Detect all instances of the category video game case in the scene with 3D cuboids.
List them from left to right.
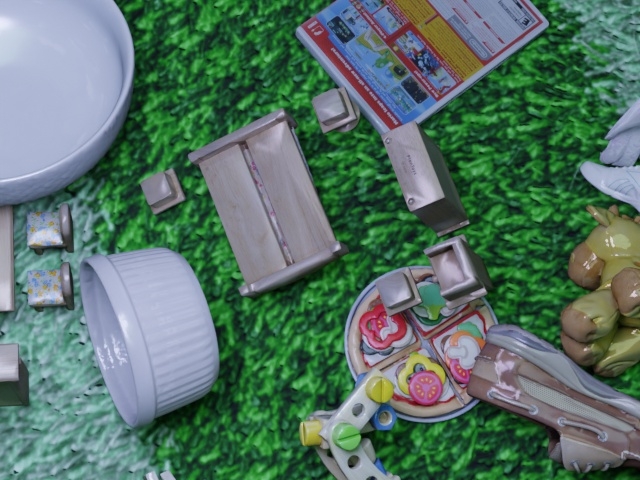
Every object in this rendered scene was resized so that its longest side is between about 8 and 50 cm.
[{"bbox_3d":[0.139,-0.284,1.823,0.285,0.025,0.204,-37,80,-16],"label":"video game case"}]

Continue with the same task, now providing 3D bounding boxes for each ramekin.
[{"bbox_3d":[-0.198,0.106,1.582,0.109,0.207,0.207,-16,76,-20],"label":"ramekin"}]

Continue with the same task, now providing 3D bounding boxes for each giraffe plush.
[{"bbox_3d":[0.376,0.044,1.692,0.210,0.181,0.170,-21,55,-1],"label":"giraffe plush"}]

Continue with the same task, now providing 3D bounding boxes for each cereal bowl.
[{"bbox_3d":[-0.394,-0.183,1.663,0.338,0.141,0.339,2,63,-3],"label":"cereal bowl"}]

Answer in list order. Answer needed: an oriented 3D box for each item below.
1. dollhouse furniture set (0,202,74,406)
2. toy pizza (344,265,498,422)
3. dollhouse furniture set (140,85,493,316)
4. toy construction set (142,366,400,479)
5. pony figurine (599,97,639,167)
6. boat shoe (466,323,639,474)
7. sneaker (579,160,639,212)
[{"bbox_3d":[-0.400,0.063,1.590,0.212,0.161,0.242,-3,74,-7],"label":"dollhouse furniture set"},{"bbox_3d":[0.130,0.126,1.695,0.201,0.032,0.201,2,73,-5],"label":"toy pizza"},{"bbox_3d":[0.000,0.000,1.710,0.355,0.174,0.303,-24,75,12],"label":"dollhouse furniture set"},{"bbox_3d":[-0.037,0.300,1.564,0.327,0.151,0.215,-21,101,-4],"label":"toy construction set"},{"bbox_3d":[0.556,-0.209,1.712,0.302,0.351,0.363,19,54,-4],"label":"pony figurine"},{"bbox_3d":[0.322,0.228,1.650,0.324,0.123,0.116,32,82,8],"label":"boat shoe"},{"bbox_3d":[0.405,-0.073,1.748,0.152,0.053,0.061,33,102,34],"label":"sneaker"}]
